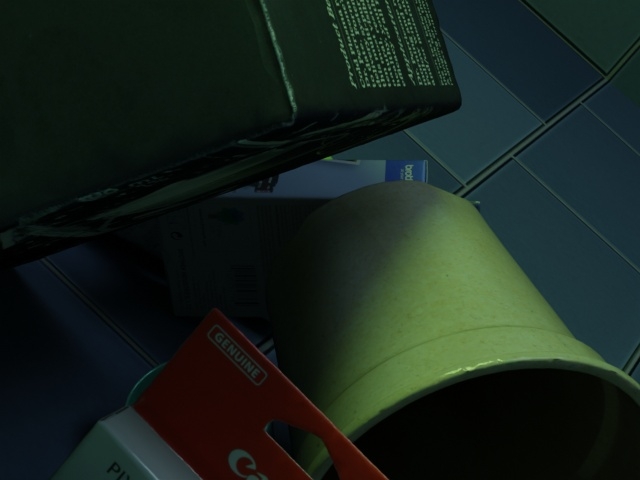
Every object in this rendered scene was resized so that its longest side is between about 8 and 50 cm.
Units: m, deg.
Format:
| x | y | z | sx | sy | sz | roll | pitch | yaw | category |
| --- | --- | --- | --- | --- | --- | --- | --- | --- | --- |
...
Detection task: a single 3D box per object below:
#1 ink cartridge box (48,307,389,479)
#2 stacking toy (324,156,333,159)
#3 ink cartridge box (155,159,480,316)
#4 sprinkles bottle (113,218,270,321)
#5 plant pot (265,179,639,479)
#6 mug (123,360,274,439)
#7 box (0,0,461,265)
| x | y | z | sx | sy | sz | roll | pitch | yaw | category |
| --- | --- | --- | --- | --- | --- | --- | --- | --- | --- |
| -0.069 | 0.231 | 1.534 | 0.275 | 0.239 | 0.060 | 44 | 23 | 9 | ink cartridge box |
| -0.084 | -0.174 | 2.077 | 0.279 | 0.130 | 0.309 | 9 | 36 | -51 | stacking toy |
| 0.000 | 0.000 | 1.933 | 0.311 | 0.185 | 0.065 | 2 | 50 | 5 | ink cartridge box |
| -0.154 | -0.039 | 2.039 | 0.355 | 0.121 | 0.121 | 29 | 25 | -23 | sprinkles bottle |
| 0.091 | 0.123 | 1.751 | 0.334 | 0.334 | 0.305 | 23 | 29 | -35 | plant pot |
| -0.104 | 0.189 | 1.711 | 0.130 | 0.097 | 0.157 | -3 | 45 | -3 | mug |
| -0.197 | -0.158 | 1.584 | 0.472 | 0.480 | 0.297 | -11 | 82 | -71 | box |
